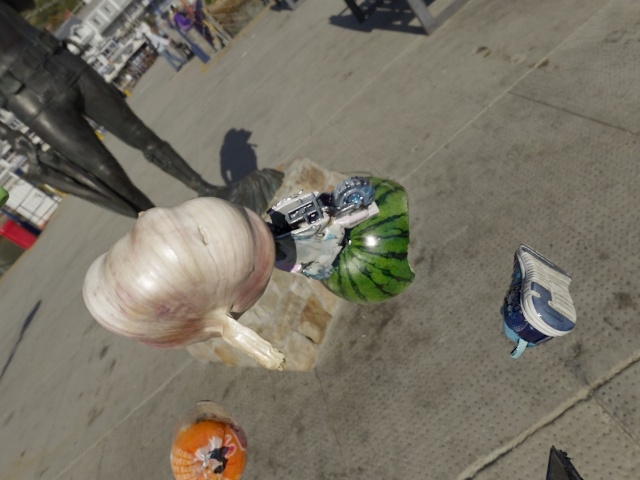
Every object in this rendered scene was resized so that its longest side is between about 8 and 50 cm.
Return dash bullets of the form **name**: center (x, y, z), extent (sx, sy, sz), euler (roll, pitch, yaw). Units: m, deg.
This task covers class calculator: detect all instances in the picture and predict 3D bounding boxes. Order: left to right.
- **calculator**: center (0.450, 0.504, 0.827), extent (0.274, 0.028, 0.165), euler (-45, -38, -81)

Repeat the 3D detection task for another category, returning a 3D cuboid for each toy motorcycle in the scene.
- **toy motorcycle**: center (-0.001, -0.005, 0.839), extent (0.239, 0.204, 0.108), euler (-14, 52, 14)

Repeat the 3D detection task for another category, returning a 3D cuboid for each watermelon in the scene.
- **watermelon**: center (0.077, -0.012, 1.158), extent (0.331, 0.189, 0.330), euler (-9, 72, 30)

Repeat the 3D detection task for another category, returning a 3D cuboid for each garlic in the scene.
- **garlic**: center (-0.139, 0.077, 0.610), extent (0.245, 0.253, 0.245), euler (-39, -10, -8)

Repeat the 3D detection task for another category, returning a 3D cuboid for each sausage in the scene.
- **sausage**: center (-0.147, 0.264, 0.612), extent (0.093, 0.093, 0.312), euler (-59, 6, -22)

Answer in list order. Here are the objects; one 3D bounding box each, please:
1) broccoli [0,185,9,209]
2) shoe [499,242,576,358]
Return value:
- **broccoli**: center (-0.570, -0.038, 0.615), extent (0.295, 0.265, 0.245), euler (22, 36, 15)
- **shoe**: center (0.313, 0.083, 0.707), extent (0.106, 0.092, 0.207), euler (-58, -2, 38)
